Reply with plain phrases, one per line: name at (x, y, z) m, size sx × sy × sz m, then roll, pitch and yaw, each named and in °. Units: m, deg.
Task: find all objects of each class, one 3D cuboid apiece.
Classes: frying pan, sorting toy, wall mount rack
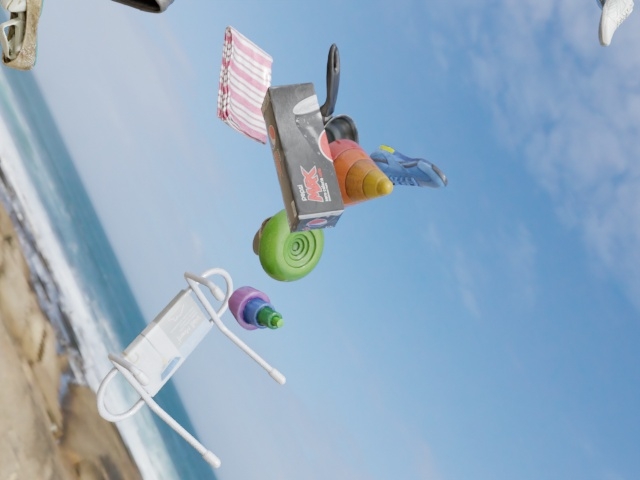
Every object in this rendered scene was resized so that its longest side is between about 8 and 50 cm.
frying pan at (0.001, -0.184, 1.617) m, size 0.053 × 0.197 × 0.326 m, roll 17°, pitch -29°, yaw 27°
sorting toy at (0.000, 0.000, 1.390) m, size 0.126 × 0.365 × 0.127 m, roll 20°, pitch -21°, yaw 48°
wall mount rack at (-0.225, 0.233, 1.594) m, size 0.130 × 0.350 × 0.304 m, roll 20°, pitch -30°, yaw 40°

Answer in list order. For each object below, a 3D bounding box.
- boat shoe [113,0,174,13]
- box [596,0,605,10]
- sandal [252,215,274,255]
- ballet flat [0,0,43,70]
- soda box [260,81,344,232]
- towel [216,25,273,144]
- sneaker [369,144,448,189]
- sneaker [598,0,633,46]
boat shoe at (-0.418, -0.492, 1.571) m, size 0.112 × 0.335 × 0.095 m, roll 95°, pitch 10°, yaw -67°
box at (0.671, -0.576, 2.020) m, size 0.083 × 0.062 × 0.052 m, roll 48°, pitch 20°, yaw -43°
sandal at (-0.088, -0.018, 1.685) m, size 0.180 × 0.049 × 0.072 m, roll -22°, pitch -117°, yaw 53°
ballet flat at (-0.550, -0.407, 1.591) m, size 0.073 × 0.067 × 0.206 m, roll 30°, pitch -59°, yaw 32°
soda box at (-0.022, -0.097, 1.012) m, size 0.053 × 0.060 × 0.168 m, roll 119°, pitch -40°, yaw -66°
towel at (-0.140, -0.297, 1.677) m, size 0.144 × 0.029 × 0.197 m, roll 26°, pitch 63°, yaw -55°
sneaker at (0.173, -0.135, 1.816) m, size 0.209 × 0.082 × 0.069 m, roll 27°, pitch -24°, yaw 43°
sneaker at (0.599, -0.464, 1.760) m, size 0.054 × 0.061 × 0.152 m, roll 44°, pitch 60°, yaw -76°
